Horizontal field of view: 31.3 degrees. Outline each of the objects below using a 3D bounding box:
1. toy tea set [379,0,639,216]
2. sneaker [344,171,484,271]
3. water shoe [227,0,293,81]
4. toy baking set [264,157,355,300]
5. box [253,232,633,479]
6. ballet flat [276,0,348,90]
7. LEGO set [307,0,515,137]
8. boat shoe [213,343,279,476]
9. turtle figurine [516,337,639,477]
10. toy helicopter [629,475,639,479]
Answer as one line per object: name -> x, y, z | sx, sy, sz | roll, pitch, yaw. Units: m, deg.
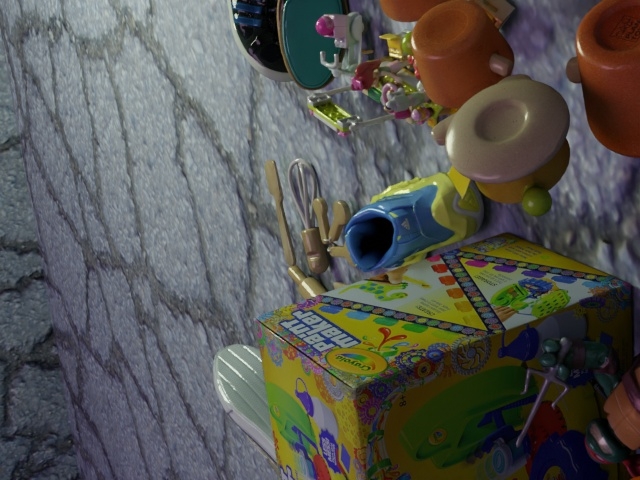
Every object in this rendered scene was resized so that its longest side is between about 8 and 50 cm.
toy tea set -> 0.160, -0.148, 0.872 | 0.124, 0.200, 0.336 | 53, -168, -46
sneaker -> 0.062, -0.012, 1.183 | 0.240, 0.126, 0.091 | -33, 76, 64
water shoe -> -0.070, -0.285, 1.343 | 0.203, 0.073, 0.080 | 67, 152, 12
toy baking set -> 0.000, 0.006, 1.444 | 0.256, 0.030, 0.197 | 43, 139, 46
box -> 0.117, 0.183, 1.018 | 0.177, 0.279, 0.290 | 28, 131, 57
ballet flat -> -0.012, -0.283, 1.249 | 0.073, 0.080, 0.232 | -94, 1, -68
LEGO set -> 0.069, -0.161, 1.096 | 0.287, 0.107, 0.132 | 11, 116, 62
boat shoe -> -0.066, 0.277, 1.661 | 0.302, 0.109, 0.094 | 49, 148, 36
turtle figurine -> 0.253, 0.128, 0.895 | 0.175, 0.118, 0.234 | 45, 131, 17
toy helicopter -> 0.299, 0.145, 0.745 | 0.235, 0.140, 0.355 | -2, 86, 29
